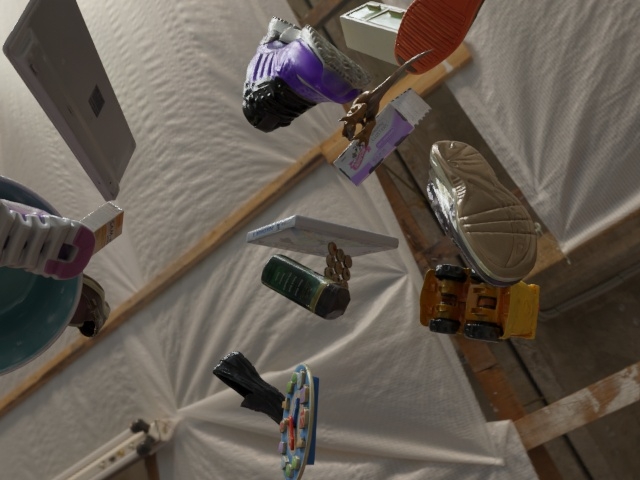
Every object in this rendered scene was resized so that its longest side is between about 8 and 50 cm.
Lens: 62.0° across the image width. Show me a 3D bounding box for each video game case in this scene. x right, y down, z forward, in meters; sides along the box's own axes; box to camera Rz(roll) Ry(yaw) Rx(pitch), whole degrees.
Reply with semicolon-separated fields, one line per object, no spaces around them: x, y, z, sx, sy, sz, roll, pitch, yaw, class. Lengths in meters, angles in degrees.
0.000;0.000;1.506;0.300;0.329;0.036;-15;-114;57;video game case

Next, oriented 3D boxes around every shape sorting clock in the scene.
-0.045;0.321;0.942;0.206;0.040;0.206;-168;-90;-73;shape sorting clock

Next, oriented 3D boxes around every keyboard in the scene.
-0.191;-0.107;0.440;0.014;0.256;0.072;13;-108;-5;keyboard

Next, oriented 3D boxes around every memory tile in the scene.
0.045;0.086;1.375;0.012;0.113;0.148;-12;-127;31;memory tile

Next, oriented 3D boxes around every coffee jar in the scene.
-0.030;0.100;1.131;0.184;0.096;0.079;26;-88;26;coffee jar

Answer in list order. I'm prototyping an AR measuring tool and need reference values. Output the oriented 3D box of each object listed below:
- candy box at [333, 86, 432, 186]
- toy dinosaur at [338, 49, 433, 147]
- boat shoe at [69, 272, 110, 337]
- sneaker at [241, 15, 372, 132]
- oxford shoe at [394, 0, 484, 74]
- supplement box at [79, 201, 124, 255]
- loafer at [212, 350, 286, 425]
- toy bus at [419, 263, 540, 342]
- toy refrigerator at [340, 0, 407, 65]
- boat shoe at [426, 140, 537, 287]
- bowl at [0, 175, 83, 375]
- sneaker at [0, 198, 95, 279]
0.128;-0.211;1.071;0.070;0.196;0.165;45;-59;-3;candy box
0.077;-0.216;0.839;0.211;0.064;0.112;-35;-151;54;toy dinosaur
-0.556;0.158;1.244;0.095;0.257;0.095;12;-120;5;boat shoe
-0.037;-0.202;0.716;0.146;0.102;0.293;-54;-151;12;sneaker
0.274;-0.482;1.063;0.130;0.133;0.363;42;-37;0;oxford shoe
-0.392;-0.016;0.934;0.036;0.098;0.062;30;-47;7;supplement box
-0.144;0.343;1.172;0.223;0.078;0.076;42;-37;11;loafer
0.352;0.137;1.128;0.220;0.211;0.149;-2;-103;51;toy bus
0.163;-0.511;1.303;0.102;0.094;0.269;-31;-141;-12;toy refrigerator
0.221;-0.035;0.771;0.103;0.092;0.285;-5;-135;-9;boat shoe
-0.541;0.044;0.828;0.163;0.311;0.311;15;-92;63;bowl
-0.405;-0.016;0.656;0.104;0.236;0.095;22;-93;32;sneaker
